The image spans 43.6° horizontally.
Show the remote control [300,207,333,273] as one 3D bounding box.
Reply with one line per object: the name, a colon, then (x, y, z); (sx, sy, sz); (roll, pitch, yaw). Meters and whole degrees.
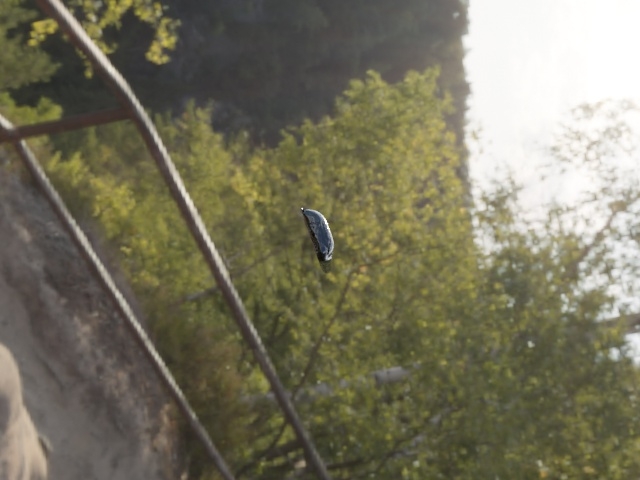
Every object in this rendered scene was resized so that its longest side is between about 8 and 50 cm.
remote control: (0.000, 0.000, 0.549); (0.096, 0.014, 0.039); (81, -12, -82)
